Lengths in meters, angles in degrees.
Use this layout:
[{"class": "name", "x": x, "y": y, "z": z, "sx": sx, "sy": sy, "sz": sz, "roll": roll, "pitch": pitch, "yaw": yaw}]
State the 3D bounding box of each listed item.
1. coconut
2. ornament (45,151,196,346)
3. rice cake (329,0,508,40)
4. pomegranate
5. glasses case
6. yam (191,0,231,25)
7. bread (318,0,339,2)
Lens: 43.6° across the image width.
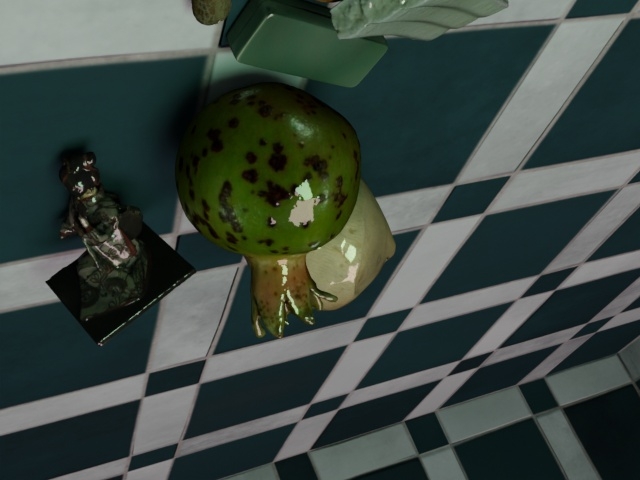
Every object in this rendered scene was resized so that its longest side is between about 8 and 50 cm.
[{"class": "coconut", "x": 0.000, "y": 0.000, "z": 1.165, "sx": 0.224, "sy": 0.224, "sz": 0.224, "roll": -19, "pitch": 153, "yaw": -10}, {"class": "ornament", "x": -0.283, "y": -0.017, "z": 0.979, "sx": 0.153, "sy": 0.166, "sz": 0.196, "roll": -38, "pitch": 139, "yaw": -21}, {"class": "rice cake", "x": 0.115, "y": -0.252, "z": 0.854, "sx": 0.127, "sy": 0.043, "sz": 0.237, "roll": -17, "pitch": -177, "yaw": 30}, {"class": "pomegranate", "x": -0.040, "y": -0.045, "z": 0.940, "sx": 0.230, "sy": 0.286, "sz": 0.231, "roll": -26, "pitch": 175, "yaw": -3}, {"class": "glasses case", "x": -0.011, "y": -0.225, "z": 0.906, "sx": 0.184, "sy": 0.039, "sz": 0.078, "roll": 2, "pitch": 144, "yaw": -42}, {"class": "yam", "x": -0.105, "y": -0.254, "z": 0.772, "sx": 0.043, "sy": 0.043, "sz": 0.094, "roll": -17, "pitch": 155, "yaw": -14}, {"class": "bread", "x": 0.126, "y": -0.321, "z": 0.795, "sx": 0.344, "sy": 0.084, "sz": 0.124, "roll": -20, "pitch": -177, "yaw": -10}]
